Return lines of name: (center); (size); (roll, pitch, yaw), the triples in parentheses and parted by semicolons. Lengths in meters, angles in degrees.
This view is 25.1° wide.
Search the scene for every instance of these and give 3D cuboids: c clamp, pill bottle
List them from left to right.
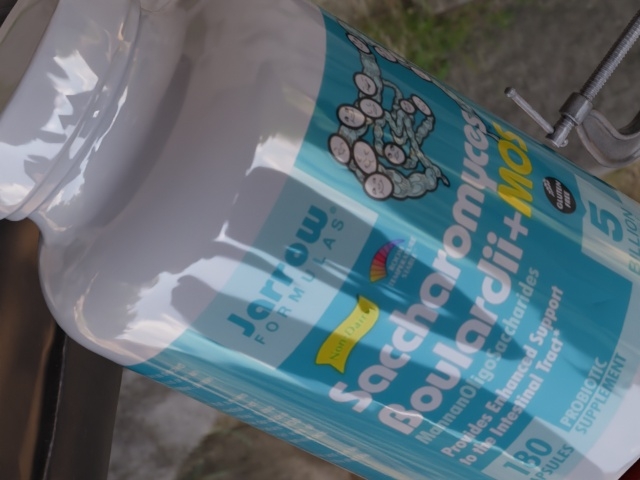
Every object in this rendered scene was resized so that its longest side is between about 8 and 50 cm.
pill bottle: (0.000, 0.000, 0.528); (0.264, 0.146, 0.146); (28, 136, -23)
c clamp: (0.205, -0.115, 0.943); (0.161, 0.022, 0.137); (-50, 133, -4)

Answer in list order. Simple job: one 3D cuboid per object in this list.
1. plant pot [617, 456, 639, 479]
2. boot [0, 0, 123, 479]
plant pot: (0.160, 0.082, 0.271); (0.191, 0.191, 0.174); (1, 140, -34)
boot: (-0.146, 0.101, 0.911); (0.146, 0.445, 0.367); (-25, 130, 20)
